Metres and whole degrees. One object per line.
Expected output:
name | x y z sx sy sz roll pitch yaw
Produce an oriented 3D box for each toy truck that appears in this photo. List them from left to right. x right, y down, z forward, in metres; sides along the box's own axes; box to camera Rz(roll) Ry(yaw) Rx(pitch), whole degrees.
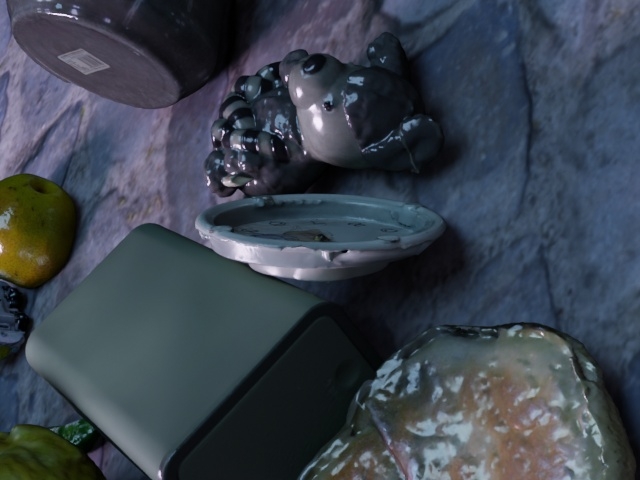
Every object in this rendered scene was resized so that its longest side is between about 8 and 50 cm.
toy truck | -0.401 0.103 2.000 0.077 0.076 0.111 -56 39 32

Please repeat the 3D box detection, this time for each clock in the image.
clock | 0.000 0.000 1.555 0.236 0.236 0.053 18 111 49

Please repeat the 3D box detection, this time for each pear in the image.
pear | -0.372 -0.016 2.015 0.141 0.104 0.141 -24 54 39

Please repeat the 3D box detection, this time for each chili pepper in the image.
chili pepper | -0.316 0.231 1.846 0.227 0.059 0.088 -24 49 32

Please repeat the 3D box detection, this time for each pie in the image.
pie | 0.122 0.216 1.375 0.338 0.075 0.337 -17 55 26

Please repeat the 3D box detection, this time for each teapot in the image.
teapot | -0.200 -0.342 1.952 0.344 0.253 0.300 -67 9 -19

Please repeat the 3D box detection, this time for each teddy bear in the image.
teddy bear | 0.008 -0.140 1.670 0.251 0.144 0.171 -20 40 34

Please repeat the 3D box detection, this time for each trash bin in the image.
trash bin | -0.120 0.123 1.597 0.223 0.158 0.343 -46 37 -12

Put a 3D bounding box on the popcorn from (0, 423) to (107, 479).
popcorn | -0.338 0.291 1.660 0.276 0.276 0.225 -28 63 32
